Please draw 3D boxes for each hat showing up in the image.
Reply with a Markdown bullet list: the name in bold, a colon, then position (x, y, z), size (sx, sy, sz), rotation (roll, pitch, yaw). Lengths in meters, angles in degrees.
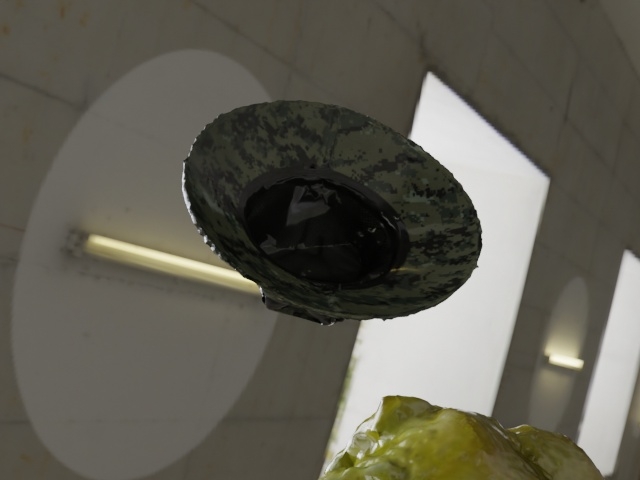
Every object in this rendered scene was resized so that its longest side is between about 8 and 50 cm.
- **hat**: position (0.000, 0.000, 0.850), size (0.265, 0.265, 0.128), rotation (-50, -11, -40)

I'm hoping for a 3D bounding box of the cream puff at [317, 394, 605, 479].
- **cream puff**: position (0.044, 0.207, 0.491), size (0.281, 0.185, 0.282), rotation (-7, -69, -18)
